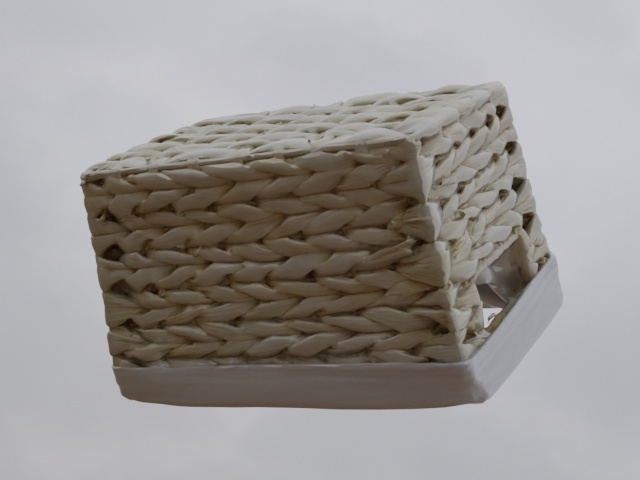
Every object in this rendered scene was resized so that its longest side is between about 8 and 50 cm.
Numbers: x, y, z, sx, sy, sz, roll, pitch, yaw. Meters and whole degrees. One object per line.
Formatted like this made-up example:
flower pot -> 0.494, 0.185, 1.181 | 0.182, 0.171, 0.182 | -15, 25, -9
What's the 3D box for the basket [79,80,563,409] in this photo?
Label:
basket -> 0.000, 0.000, 0.463 | 0.167, 0.113, 0.103 | -3, -73, 30
